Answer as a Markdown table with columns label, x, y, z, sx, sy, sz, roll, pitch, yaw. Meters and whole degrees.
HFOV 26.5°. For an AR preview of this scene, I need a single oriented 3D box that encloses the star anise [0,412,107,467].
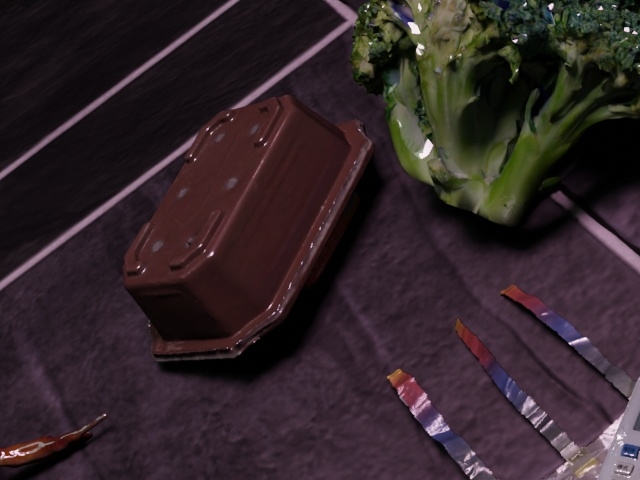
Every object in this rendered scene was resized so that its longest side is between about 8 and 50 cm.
| label | x | y | z | sx | sy | sz | roll | pitch | yaw |
| --- | --- | --- | --- | --- | --- | --- | --- | --- | --- |
| star anise | -0.264 | 0.193 | 1.118 | 0.158 | 0.144 | 0.140 | -90 | 19 | -52 |

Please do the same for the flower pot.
| label | x | y | z | sx | sy | sz | roll | pitch | yaw |
| --- | --- | --- | --- | --- | --- | --- | --- | --- | --- |
| flower pot | -0.073 | -0.023 | 1.136 | 0.179 | 0.084 | 0.251 | -7 | 45 | 47 |

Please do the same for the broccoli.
| label | x | y | z | sx | sy | sz | roll | pitch | yaw |
| --- | --- | --- | --- | --- | --- | --- | --- | --- | --- |
| broccoli | 0.150 | -0.145 | 1.047 | 0.294 | 0.265 | 0.245 | 36 | 111 | 55 |

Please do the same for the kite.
| label | x | y | z | sx | sy | sz | roll | pitch | yaw |
| --- | --- | --- | --- | --- | --- | --- | --- | --- | --- |
| kite | 0.172 | 0.150 | 0.875 | 0.204 | 0.022 | 0.360 | -40 | 41 | -6 |

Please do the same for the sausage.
| label | x | y | z | sx | sy | sz | roll | pitch | yaw |
| --- | --- | --- | --- | --- | --- | --- | --- | --- | --- |
| sausage | 0.000 | 0.000 | 1.131 | 0.031 | 0.031 | 0.107 | 3 | 52 | 37 |

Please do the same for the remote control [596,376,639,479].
| label | x | y | z | sx | sy | sz | roll | pitch | yaw |
| --- | --- | --- | --- | --- | --- | --- | --- | --- | --- |
| remote control | 0.197 | 0.155 | 0.822 | 0.061 | 0.029 | 0.162 | 10 | 54 | 33 |
